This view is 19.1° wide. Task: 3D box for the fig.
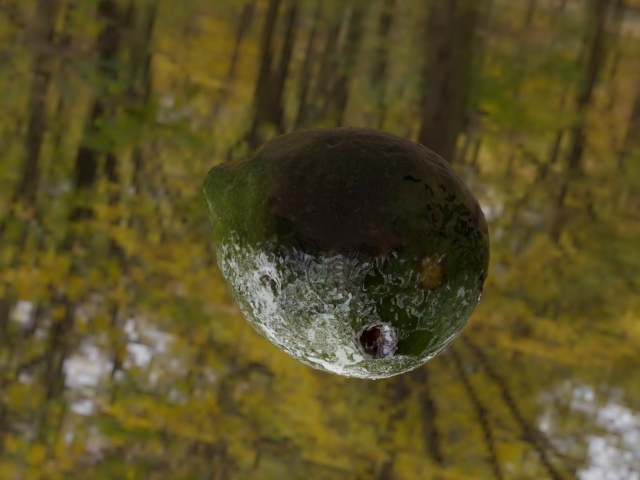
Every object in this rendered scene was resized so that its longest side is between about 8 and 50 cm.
[{"bbox_3d":[0.000,0.000,0.946,0.123,0.123,0.156,7,-175,-40],"label":"fig"}]
